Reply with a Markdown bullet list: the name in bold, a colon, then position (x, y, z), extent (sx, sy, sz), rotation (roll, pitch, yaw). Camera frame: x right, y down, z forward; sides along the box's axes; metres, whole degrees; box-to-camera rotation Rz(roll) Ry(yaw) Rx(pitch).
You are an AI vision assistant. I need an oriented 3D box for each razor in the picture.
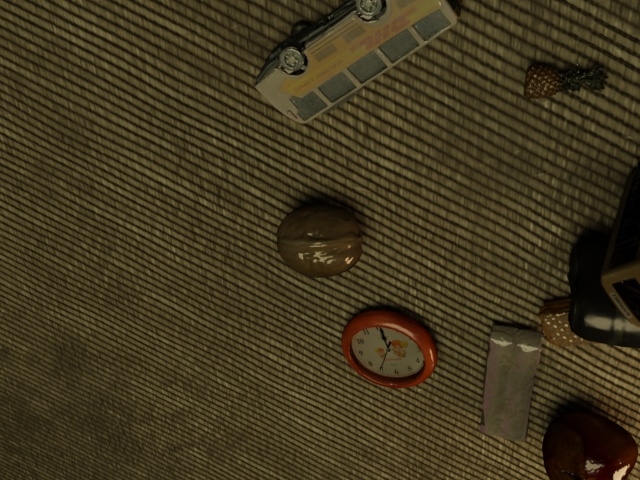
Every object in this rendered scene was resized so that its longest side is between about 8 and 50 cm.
- **razor**: position (0.582, 0.085, 1.309), extent (0.349, 0.204, 0.113), rotation (2, 140, 19)

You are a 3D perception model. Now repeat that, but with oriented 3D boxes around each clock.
- **clock**: position (0.142, 0.226, 1.666), extent (0.205, 0.051, 0.205), rotation (10, 128, 13)

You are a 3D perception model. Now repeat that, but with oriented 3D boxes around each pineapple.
- **pineapple**: position (0.379, -0.243, 1.233), extent (0.124, 0.058, 0.058), rotation (4, 127, 16)

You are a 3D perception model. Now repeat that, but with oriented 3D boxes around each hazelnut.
- **hazelnut**: position (0.539, 0.431, 1.623), extent (0.178, 0.178, 0.204), rotation (14, 134, 9)

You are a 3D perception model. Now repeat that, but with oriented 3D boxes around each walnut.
- **walnut**: position (-0.001, 0.000, 1.495), extent (0.162, 0.140, 0.140), rotation (0, 126, 32)

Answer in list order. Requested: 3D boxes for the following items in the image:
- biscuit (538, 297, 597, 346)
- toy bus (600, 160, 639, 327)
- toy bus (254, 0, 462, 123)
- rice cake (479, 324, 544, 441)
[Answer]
- **biscuit**: position (0.589, 0.130, 1.438), extent (0.378, 0.054, 0.094), rotation (-10, 122, 25)
- **toy bus**: position (0.528, -0.010, 1.212), extent (0.157, 0.289, 0.139), rotation (-22, 118, 44)
- **toy bus**: position (0.053, -0.317, 1.268), extent (0.342, 0.097, 0.138), rotation (-30, 119, 32)
- **rice cake**: position (0.385, 0.294, 1.634), extent (0.106, 0.050, 0.298), rotation (8, 128, 14)
